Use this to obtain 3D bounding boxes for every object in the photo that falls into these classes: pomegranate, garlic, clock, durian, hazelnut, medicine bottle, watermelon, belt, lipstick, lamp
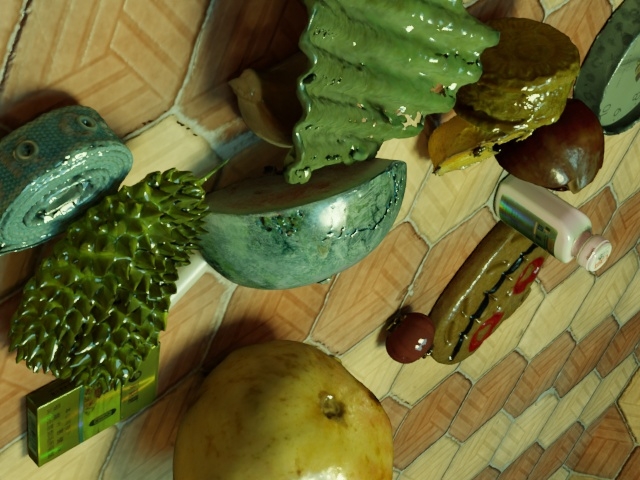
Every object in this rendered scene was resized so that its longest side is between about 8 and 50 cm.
[{"bbox_3d":[-0.067,0.310,1.738,0.342,0.342,0.342,-35,148,-26],"label":"pomegranate"},{"bbox_3d":[-0.014,-0.192,1.443,0.198,0.090,0.129,-31,134,-23],"label":"garlic"},{"bbox_3d":[0.582,-0.333,2.150,0.312,0.061,0.313,-36,149,-26],"label":"clock"},{"bbox_3d":[-0.244,0.049,1.331,0.355,0.157,0.169,-51,-162,32],"label":"durian"},{"bbox_3d":[0.379,-0.155,1.964,0.201,0.170,0.161,-24,116,-27],"label":"hazelnut"},{"bbox_3d":[0.412,-0.028,2.097,0.078,0.219,0.115,-39,148,-20],"label":"medicine bottle"},{"bbox_3d":[0.004,-0.010,1.531,0.321,0.188,0.175,-26,117,-33],"label":"watermelon"},{"bbox_3d":[-0.279,-0.067,1.208,0.163,0.082,0.148,-19,149,-52],"label":"belt"},{"bbox_3d":[-0.198,0.066,1.522,0.131,0.038,0.038,-46,151,-8],"label":"lipstick"},{"bbox_3d":[0.161,0.175,2.112,0.101,0.090,0.101,-48,-173,8],"label":"lamp"}]

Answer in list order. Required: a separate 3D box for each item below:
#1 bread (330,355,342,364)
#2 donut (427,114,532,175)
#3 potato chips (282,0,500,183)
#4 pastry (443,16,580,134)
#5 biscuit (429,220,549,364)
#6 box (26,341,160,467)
[{"bbox_3d":[-0.002,0.245,2.026,0.110,0.024,0.110,-37,149,-26],"label":"bread"},{"bbox_3d":[0.231,-0.156,1.791,0.146,0.078,0.181,-19,174,-23],"label":"donut"},{"bbox_3d":[0.074,-0.255,1.381,0.389,0.097,0.373,-31,129,-44],"label":"potato chips"},{"bbox_3d":[0.273,-0.240,1.696,0.188,0.188,0.103,-31,143,-32],"label":"pastry"},{"bbox_3d":[0.347,0.095,2.316,0.367,0.063,0.314,-54,150,4],"label":"biscuit"},{"bbox_3d":[-0.298,0.209,1.558,0.193,0.030,0.121,-27,144,-35],"label":"box"}]
